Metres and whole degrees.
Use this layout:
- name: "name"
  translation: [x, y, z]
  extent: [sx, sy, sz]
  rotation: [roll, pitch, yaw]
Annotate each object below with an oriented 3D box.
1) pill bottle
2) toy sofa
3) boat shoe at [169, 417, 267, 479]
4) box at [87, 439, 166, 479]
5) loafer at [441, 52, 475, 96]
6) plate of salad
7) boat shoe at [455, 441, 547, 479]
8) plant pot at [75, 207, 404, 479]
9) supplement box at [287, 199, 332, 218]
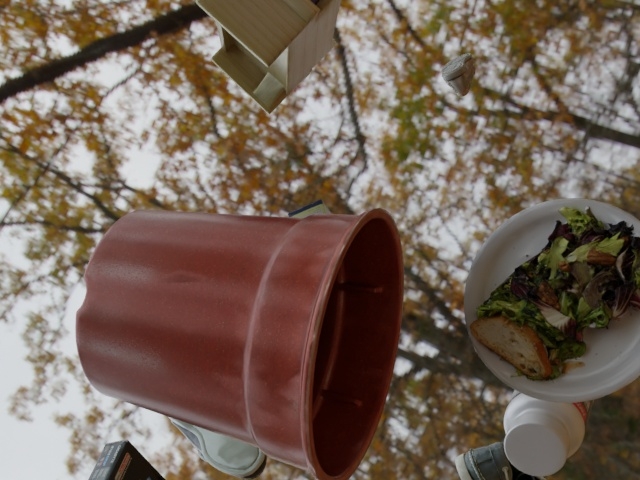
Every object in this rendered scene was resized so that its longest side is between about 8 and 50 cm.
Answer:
- name: "pill bottle"
  translation: [0.308, 0.237, 1.322]
  extent: [0.180, 0.108, 0.107]
  rotation: [-45, -34, -59]
- name: "toy sofa"
  translation: [-0.079, -0.349, 1.582]
  extent: [0.177, 0.150, 0.362]
  rotation: [-48, -1, -4]
- name: "boat shoe"
  translation: [-0.182, 0.362, 1.811]
  extent: [0.114, 0.302, 0.091]
  rotation: [-42, -52, -12]
- name: "box"
  translation: [-0.312, 0.455, 1.534]
  extent: [0.175, 0.051, 0.220]
  rotation: [56, -146, -30]
- name: "loafer"
  translation: [0.192, -0.227, 1.343]
  extent: [0.039, 0.045, 0.125]
  rotation: [62, -159, -12]
- name: "plate of salad"
  translation: [0.228, 0.052, 0.917]
  extent: [0.199, 0.200, 0.048]
  rotation: [-64, -31, -4]
- name: "boat shoe"
  translation: [0.373, 0.473, 1.801]
  extent: [0.099, 0.116, 0.319]
  rotation: [-36, -57, 17]
- name: "plant pot"
  translation: [-0.081, 0.084, 0.986]
  extent: [0.272, 0.265, 0.272]
  rotation: [9, -90, -69]
- name: "supplement box"
  translation: [0.000, 0.000, 1.436]
  extent: [0.056, 0.083, 0.083]
  rotation: [-23, -28, 8]
